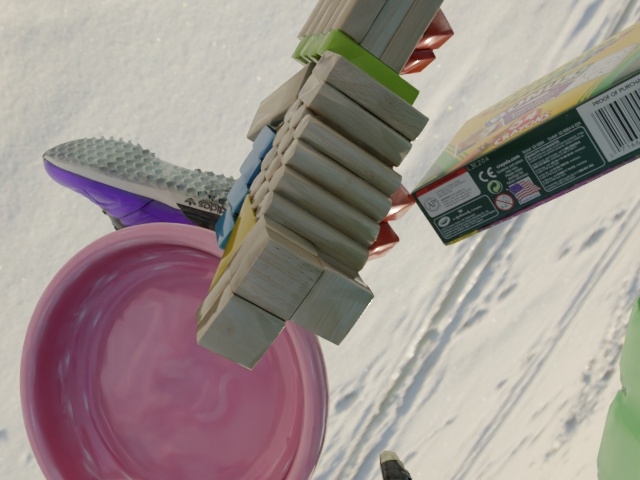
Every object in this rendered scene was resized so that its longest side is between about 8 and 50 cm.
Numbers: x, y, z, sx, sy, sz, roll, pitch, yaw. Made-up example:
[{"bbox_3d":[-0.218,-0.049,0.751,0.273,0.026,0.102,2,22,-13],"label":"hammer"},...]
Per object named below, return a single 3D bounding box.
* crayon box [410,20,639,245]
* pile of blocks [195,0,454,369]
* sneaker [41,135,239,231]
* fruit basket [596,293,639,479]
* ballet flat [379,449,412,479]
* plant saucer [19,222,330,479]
[{"bbox_3d":[0.338,-0.166,1.073,0.362,0.106,0.313,-28,-167,35],"label":"crayon box"},{"bbox_3d":[0.015,-0.063,0.578,0.112,0.149,0.362,31,66,-22],"label":"pile of blocks"},{"bbox_3d":[-0.207,-0.024,0.920,0.102,0.293,0.146,-55,161,-62],"label":"sneaker"},{"bbox_3d":[0.301,0.146,0.415,0.282,0.392,0.392,9,126,-6],"label":"fruit basket"},{"bbox_3d":[0.105,0.278,0.753,0.049,0.173,0.057,-33,134,1],"label":"ballet flat"},{"bbox_3d":[-0.143,0.148,0.765,0.332,0.332,0.084,-57,166,10],"label":"plant saucer"}]
